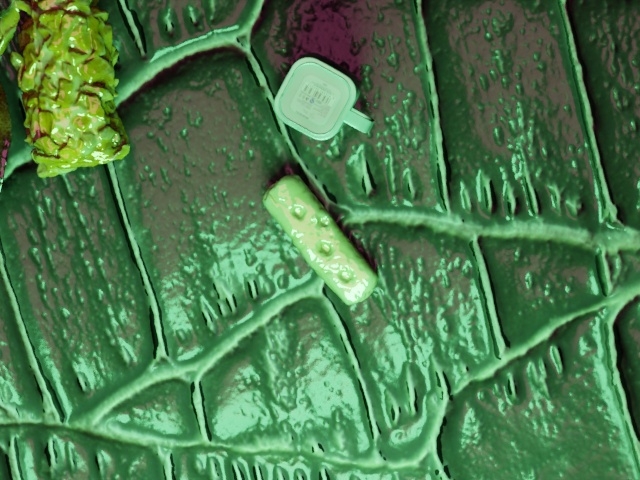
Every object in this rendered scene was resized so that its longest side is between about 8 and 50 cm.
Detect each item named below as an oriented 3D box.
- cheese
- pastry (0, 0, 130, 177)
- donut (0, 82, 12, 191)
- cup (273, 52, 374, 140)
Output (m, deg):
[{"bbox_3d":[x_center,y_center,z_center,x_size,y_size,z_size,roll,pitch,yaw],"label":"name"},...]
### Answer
[{"bbox_3d":[0.000,0.000,1.305,0.065,0.043,0.194,-39,93,9],"label":"cheese"},{"bbox_3d":[-0.332,-0.211,1.271,0.154,0.102,0.250,-11,94,-1],"label":"pastry"},{"bbox_3d":[-0.463,-0.144,1.254,0.144,0.126,0.187,23,107,38],"label":"donut"},{"bbox_3d":[0.009,-0.172,1.252,0.128,0.129,0.095,30,101,-3],"label":"cup"}]
